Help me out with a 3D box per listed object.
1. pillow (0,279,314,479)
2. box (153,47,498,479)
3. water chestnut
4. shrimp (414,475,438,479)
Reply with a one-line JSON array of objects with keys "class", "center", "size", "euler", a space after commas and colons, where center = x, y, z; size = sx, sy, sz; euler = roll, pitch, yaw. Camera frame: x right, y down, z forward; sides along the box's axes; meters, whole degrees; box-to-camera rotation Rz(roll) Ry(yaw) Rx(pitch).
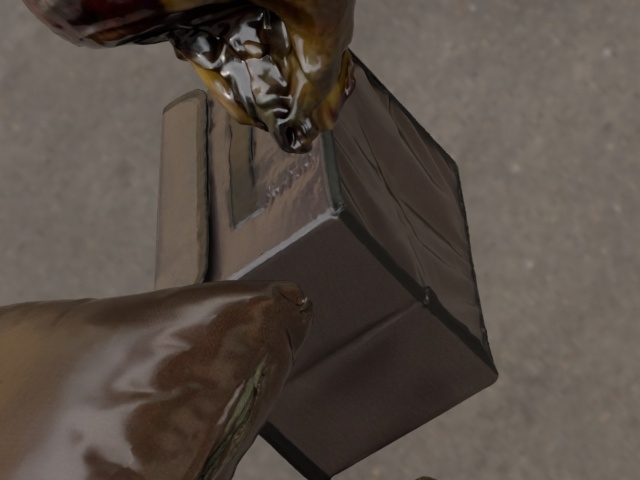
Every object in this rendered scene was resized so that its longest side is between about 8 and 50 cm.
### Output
[{"class": "pillow", "center": [-0.177, 0.149, 0.891], "size": [0.305, 0.108, 0.308], "euler": [-8, 40, 37]}, {"class": "box", "center": [0.000, 0.000, 1.263], "size": [0.153, 0.188, 0.252], "euler": [-33, 30, 20]}, {"class": "water chestnut", "center": [-0.031, -0.153, 0.765], "size": [0.223, 0.238, 0.223], "euler": [-14, 4, 1]}, {"class": "shrimp", "center": [0.030, 0.199, 1.259], "size": [0.145, 0.061, 0.267], "euler": [-19, -11, -17]}]
